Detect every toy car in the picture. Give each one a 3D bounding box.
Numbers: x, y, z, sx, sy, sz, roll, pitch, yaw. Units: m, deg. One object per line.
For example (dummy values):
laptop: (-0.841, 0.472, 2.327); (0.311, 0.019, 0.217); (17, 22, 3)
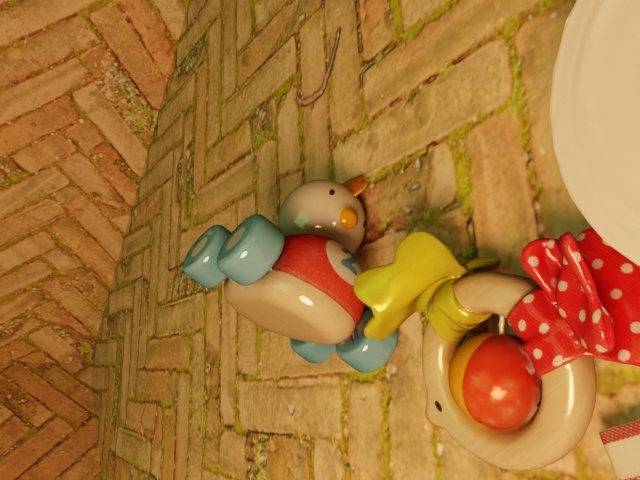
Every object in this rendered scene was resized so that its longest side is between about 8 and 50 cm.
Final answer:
toy car: (0.000, 0.000, 0.707); (0.210, 0.219, 0.238); (-9, 46, 58)

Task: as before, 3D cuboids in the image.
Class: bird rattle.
bird rattle: (0.162, 0.087, 0.484); (0.253, 0.143, 0.207); (6, 100, 46)

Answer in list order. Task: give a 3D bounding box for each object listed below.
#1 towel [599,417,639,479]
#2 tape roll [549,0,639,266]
towel: (0.291, 0.229, 0.273); (0.237, 0.037, 0.329); (-46, 44, 47)
tape roll: (0.276, -0.102, 0.318); (0.286, 0.100, 0.286); (-21, 65, 56)
